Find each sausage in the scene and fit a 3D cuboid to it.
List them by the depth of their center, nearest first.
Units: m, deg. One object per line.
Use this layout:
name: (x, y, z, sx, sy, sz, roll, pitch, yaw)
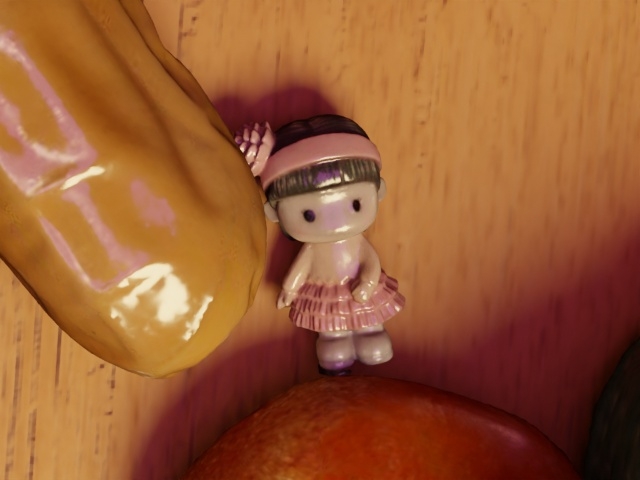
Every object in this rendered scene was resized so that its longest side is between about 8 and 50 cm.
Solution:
sausage: (-0.113, -0.050, 0.869, 0.120, 0.136, 0.241, -34, 98, 1)

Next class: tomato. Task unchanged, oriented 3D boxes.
tomato: (0.033, 0.185, 0.928, 0.236, 0.095, 0.237, -2, 108, -5)

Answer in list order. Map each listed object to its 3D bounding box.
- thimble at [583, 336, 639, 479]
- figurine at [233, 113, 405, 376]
thimble: (0.230, 0.126, 0.957, 0.198, 0.143, 0.235, 39, 87, -13)
figurine: (0.000, 0.000, 0.941, 0.072, 0.054, 0.129, -9, 107, 4)
